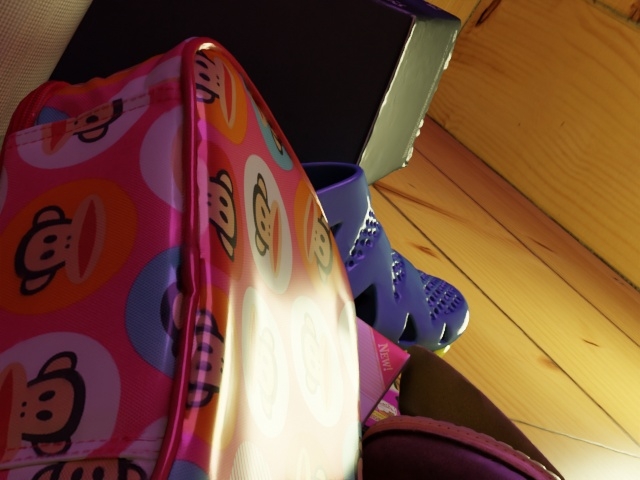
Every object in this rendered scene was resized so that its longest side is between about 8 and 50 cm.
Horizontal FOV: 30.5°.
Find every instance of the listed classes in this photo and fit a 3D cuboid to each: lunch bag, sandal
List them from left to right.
[{"bbox_3d":[-0.049,0.085,0.530,0.258,0.120,0.293,56,27,-47],"label":"lunch bag"},{"bbox_3d":[0.000,0.000,0.912,0.317,0.138,0.126,24,14,-31],"label":"sandal"}]

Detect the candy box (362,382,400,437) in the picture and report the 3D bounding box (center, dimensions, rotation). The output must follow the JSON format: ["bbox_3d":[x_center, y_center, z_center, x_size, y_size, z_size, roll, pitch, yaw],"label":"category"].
[{"bbox_3d":[-0.021,0.106,0.930,0.159,0.071,0.233,29,15,-12],"label":"candy box"}]

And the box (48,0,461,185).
[{"bbox_3d":[-0.047,-0.184,1.098,0.296,0.183,0.294,24,16,9],"label":"box"}]

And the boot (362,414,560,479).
[{"bbox_3d":[0.081,0.220,0.590,0.248,0.090,0.207,37,47,11],"label":"boot"}]

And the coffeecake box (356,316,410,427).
[{"bbox_3d":[-0.060,0.084,0.757,0.185,0.142,0.068,35,-26,7],"label":"coffeecake box"}]

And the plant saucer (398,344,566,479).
[{"bbox_3d":[0.126,0.172,0.773,0.241,0.037,0.241,49,-9,10],"label":"plant saucer"}]

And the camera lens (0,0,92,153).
[{"bbox_3d":[-0.291,-0.161,0.816,0.219,0.274,0.219,31,14,-8],"label":"camera lens"}]
